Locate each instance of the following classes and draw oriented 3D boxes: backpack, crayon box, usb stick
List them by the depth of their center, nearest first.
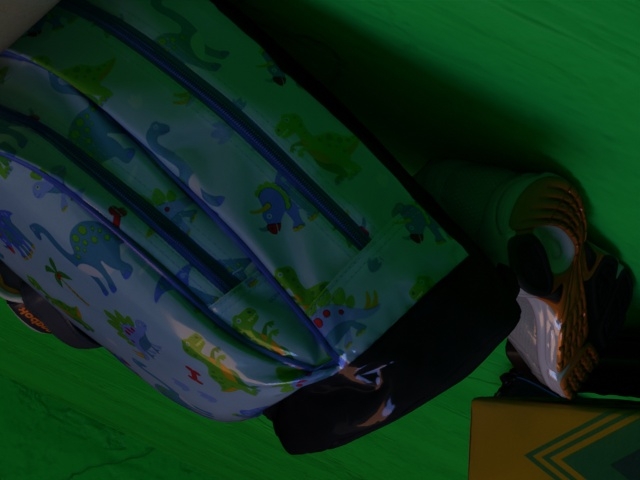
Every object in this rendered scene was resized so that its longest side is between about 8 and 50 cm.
[{"bbox_3d":[-0.078,-0.022,1.281,0.355,0.273,0.290,58,166,0],"label":"backpack"},{"bbox_3d":[0.258,0.165,1.478,0.323,0.083,0.203,0,176,44],"label":"crayon box"},{"bbox_3d":[0.249,0.097,1.542,0.077,0.045,0.278,35,162,-27],"label":"usb stick"},{"bbox_3d":[0.201,0.184,1.838,0.105,0.084,0.114,26,168,8],"label":"backpack"}]

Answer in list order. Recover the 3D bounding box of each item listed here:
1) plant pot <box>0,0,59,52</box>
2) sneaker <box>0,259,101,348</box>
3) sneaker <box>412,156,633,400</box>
[{"bbox_3d":[-0.282,-0.172,1.158,0.274,0.256,0.256,-12,145,31],"label":"plant pot"},{"bbox_3d":[-0.167,0.032,1.552,0.321,0.127,0.126,22,162,48],"label":"sneaker"},{"bbox_3d":[0.138,0.017,1.394,0.121,0.099,0.262,25,159,32],"label":"sneaker"}]
